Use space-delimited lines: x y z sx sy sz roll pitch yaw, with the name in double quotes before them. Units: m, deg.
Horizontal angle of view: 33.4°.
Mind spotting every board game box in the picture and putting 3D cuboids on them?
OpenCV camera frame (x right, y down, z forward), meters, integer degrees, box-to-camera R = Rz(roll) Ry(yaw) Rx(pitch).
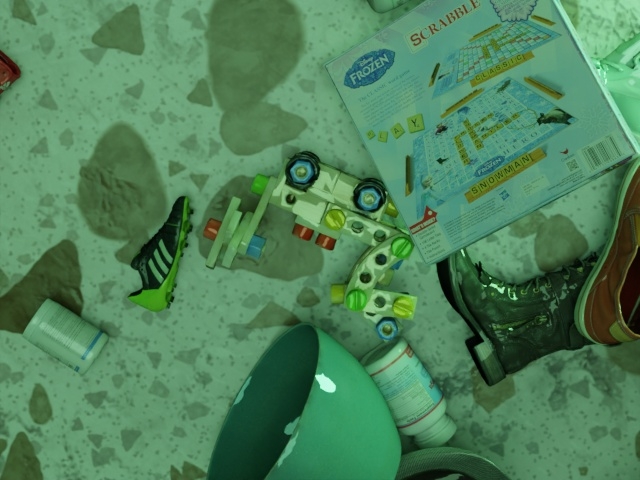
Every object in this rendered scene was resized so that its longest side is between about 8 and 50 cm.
"board game box" 0.211 -0.177 1.429 0.318 0.066 0.318 -28 83 22

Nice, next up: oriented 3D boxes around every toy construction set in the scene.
"toy construction set" 0.000 0.000 1.509 0.327 0.151 0.215 20 99 -15

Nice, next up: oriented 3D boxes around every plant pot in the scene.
"plant pot" -0.003 0.286 1.493 0.195 0.290 0.290 30 98 -17

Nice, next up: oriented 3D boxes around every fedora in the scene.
"fedora" 0.174 0.404 1.580 0.275 0.124 0.244 -39 95 16

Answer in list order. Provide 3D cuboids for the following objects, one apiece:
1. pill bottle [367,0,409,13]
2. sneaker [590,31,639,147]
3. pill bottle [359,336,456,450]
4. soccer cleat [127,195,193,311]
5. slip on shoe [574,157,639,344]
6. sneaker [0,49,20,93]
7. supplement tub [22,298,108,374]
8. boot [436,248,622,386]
"pill bottle" 0.191 -0.465 1.393 0.361 0.204 0.204 -26 99 4
"sneaker" 0.381 -0.252 1.485 0.256 0.094 0.151 29 103 -14
"pill bottle" 0.130 0.228 1.570 0.087 0.087 0.160 -34 99 5
"soccer cleat" -0.233 0.017 1.547 0.072 0.060 0.179 16 102 -2
"slip on shoe" 0.466 -0.003 1.498 0.123 0.101 0.331 29 82 -26
"sneaker" -0.480 -0.185 1.498 0.128 0.087 0.221 -11 101 3
"supplement tub" -0.372 0.141 1.561 0.107 0.071 0.071 35 98 -6
"boot" 0.305 0.070 1.555 0.229 0.091 0.263 -24 103 -2
